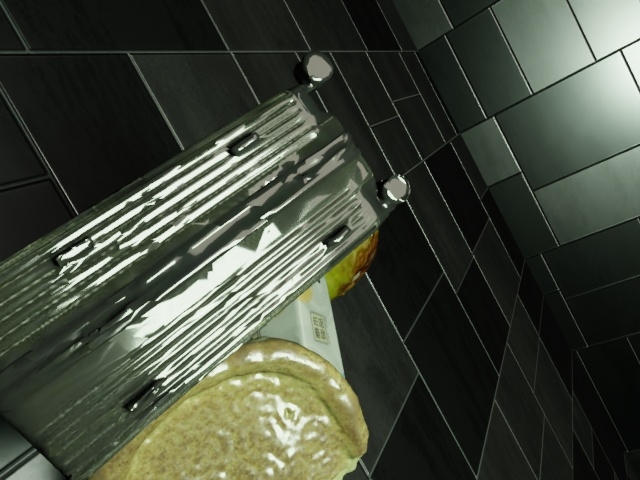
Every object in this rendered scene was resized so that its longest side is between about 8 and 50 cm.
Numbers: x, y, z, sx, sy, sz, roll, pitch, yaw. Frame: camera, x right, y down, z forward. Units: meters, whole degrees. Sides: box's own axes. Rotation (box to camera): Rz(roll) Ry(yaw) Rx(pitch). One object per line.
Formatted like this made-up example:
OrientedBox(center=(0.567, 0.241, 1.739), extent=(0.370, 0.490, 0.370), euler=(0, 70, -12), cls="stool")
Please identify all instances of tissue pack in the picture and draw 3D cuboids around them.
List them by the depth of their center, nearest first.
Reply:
OrientedBox(center=(-0.076, 0.114, 0.634), extent=(0.145, 0.159, 0.229), euler=(36, 40, -60), cls="tissue pack")

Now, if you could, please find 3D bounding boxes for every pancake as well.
OrientedBox(center=(-0.075, 0.241, 0.507), extent=(0.288, 0.033, 0.286), euler=(-27, 101, -19), cls="pancake")

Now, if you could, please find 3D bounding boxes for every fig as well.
OrientedBox(center=(0.000, 0.000, 0.840), extent=(0.181, 0.181, 0.191), euler=(-13, 80, -60), cls="fig")

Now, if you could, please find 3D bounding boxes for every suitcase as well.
OrientedBox(center=(-0.122, 0.015, 0.464), extent=(0.335, 0.230, 0.152), euler=(-39, 98, -26), cls="suitcase")
